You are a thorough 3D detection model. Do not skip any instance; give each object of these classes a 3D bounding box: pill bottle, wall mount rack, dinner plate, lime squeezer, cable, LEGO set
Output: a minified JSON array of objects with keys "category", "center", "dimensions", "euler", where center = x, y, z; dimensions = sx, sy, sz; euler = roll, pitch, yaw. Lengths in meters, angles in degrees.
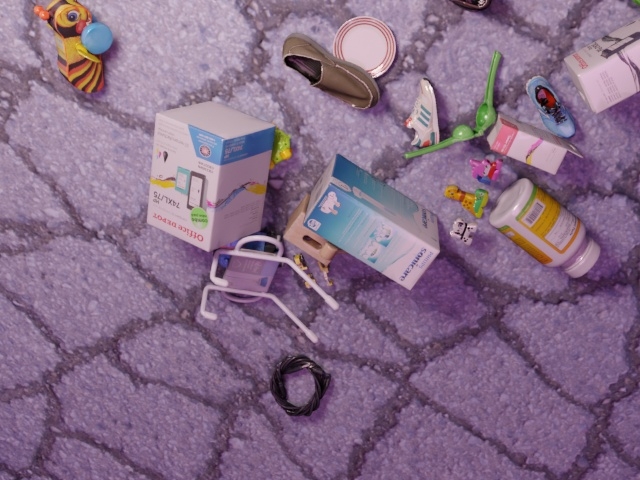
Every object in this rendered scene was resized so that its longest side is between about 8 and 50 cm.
[{"category":"pill bottle","center":[0.529,-0.022,1.936],"dimensions":[0.245,0.136,0.136],"euler":[36,112,-10]},{"category":"wall mount rack","center":[-0.124,0.128,1.993],"dimensions":[0.304,0.131,0.350],"euler":[10,150,-10]},{"category":"dinner plate","center":[0.098,-0.433,1.862],"dimensions":[0.141,0.017,0.141],"euler":[2,115,4]},{"category":"lime squeezer","center":[0.329,-0.271,1.865],"dimensions":[0.310,0.059,0.110],"euler":[-48,129,4]},{"category":"cable","center":[-0.064,0.397,2.227],"dimensions":[0.150,0.047,0.184],"euler":[25,114,-6]},{"category":"LEGO set","center":[0.345,-0.113,1.945],"dimensions":[0.093,0.087,0.227],"euler":[16,121,1]}]

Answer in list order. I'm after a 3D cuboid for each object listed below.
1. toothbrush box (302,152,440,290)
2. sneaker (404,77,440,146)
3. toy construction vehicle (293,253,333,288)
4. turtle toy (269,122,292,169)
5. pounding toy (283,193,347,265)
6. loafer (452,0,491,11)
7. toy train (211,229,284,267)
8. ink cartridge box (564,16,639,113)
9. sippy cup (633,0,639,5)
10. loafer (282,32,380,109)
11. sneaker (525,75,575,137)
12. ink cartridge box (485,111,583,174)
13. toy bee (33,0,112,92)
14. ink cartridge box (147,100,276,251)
[{"category":"toothbrush box","center":[0.122,-0.048,1.922],"dimensions":[0.295,0.216,0.126],"euler":[30,114,-9]},{"category":"sneaker","center":[0.229,-0.288,1.891],"dimensions":[0.075,0.057,0.161],"euler":[-9,115,3]},{"category":"toy construction vehicle","center":[-0.019,0.077,2.088],"dimensions":[0.085,0.035,0.098],"euler":[-13,112,11]},{"category":"turtle toy","center":[-0.122,-0.214,1.952],"dimensions":[0.130,0.066,0.095],"euler":[-29,85,20]},{"category":"pounding toy","center":[0.007,0.007,1.961],"dimensions":[0.181,0.206,0.094],"euler":[34,113,-10]},{"category":"loafer","center":[0.232,-0.574,1.743],"dimensions":[0.302,0.095,0.109],"euler":[26,113,-6]},{"category":"toy train","center":[-0.177,0.018,2.056],"dimensions":[0.184,0.080,0.105],"euler":[9,108,2]},{"category":"ink cartridge box","center":[0.653,-0.383,1.745],"dimensions":[0.237,0.172,0.100],"euler":[-28,108,16]},{"category":"sippy cup","center":[0.742,-0.609,1.622],"dimensions":[0.224,0.240,0.305],"euler":[24,146,-16]},{"category":"loafer","center":[0.015,-0.363,1.851],"dimensions":[0.251,0.087,0.094],"euler":[30,136,-3]},{"category":"sneaker","center":[0.516,-0.290,1.853],"dimensions":[0.063,0.073,0.162],"euler":[-37,106,19]},{"category":"ink cartridge box","center":[0.481,-0.212,1.868],"dimensions":[0.198,0.115,0.067],"euler":[21,113,-3]},{"category":"toy bee","center":[-0.555,-0.472,1.830],"dimensions":[0.195,0.162,0.298],"euler":[17,113,47]},{"category":"ink cartridge box","center":[-0.251,-0.150,1.889],"dimensions":[0.198,0.197,0.270],"euler":[23,117,26]}]
